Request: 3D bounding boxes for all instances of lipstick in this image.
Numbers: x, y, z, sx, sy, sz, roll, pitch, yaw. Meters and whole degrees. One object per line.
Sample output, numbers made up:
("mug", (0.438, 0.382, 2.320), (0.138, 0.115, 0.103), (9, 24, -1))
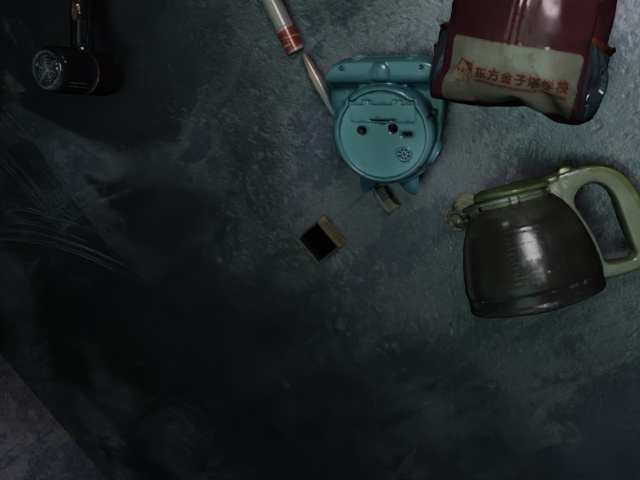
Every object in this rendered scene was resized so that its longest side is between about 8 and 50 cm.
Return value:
("lipstick", (-0.078, -0.437, 1.310), (0.038, 0.038, 0.130), (-18, 103, 33))

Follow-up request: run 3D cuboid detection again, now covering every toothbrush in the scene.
("toothbrush", (0.058, -0.218, 1.349), (0.037, 0.028, 0.375), (-27, 99, 29))

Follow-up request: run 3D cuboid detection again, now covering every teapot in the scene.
("teapot", (0.396, -0.002, 1.154), (0.321, 0.239, 0.239), (-12, 94, 37))
("teapot", (0.274, -0.051, 1.281), (0.067, 0.083, 0.057), (-8, 113, 29))

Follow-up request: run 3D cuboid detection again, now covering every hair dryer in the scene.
("hair dryer", (-0.546, -0.504, 1.461), (0.107, 0.189, 0.352), (10, 104, 22))

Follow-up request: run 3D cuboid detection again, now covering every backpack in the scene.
("backpack", (0.330, -0.359, 1.039), (0.283, 0.197, 0.317), (15, 109, 21))

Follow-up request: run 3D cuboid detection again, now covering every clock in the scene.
("clock", (0.128, -0.215, 1.257), (0.223, 0.094, 0.274), (3, 111, 19))

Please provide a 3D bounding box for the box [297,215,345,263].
("box", (0.000, 0.000, 1.480), (0.079, 0.035, 0.083), (49, 125, -1))
